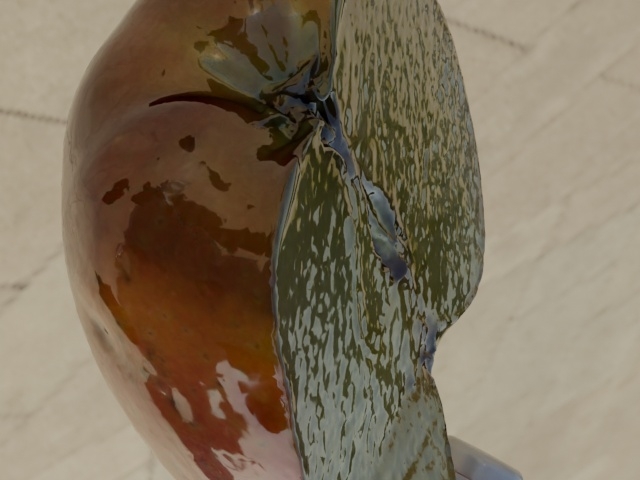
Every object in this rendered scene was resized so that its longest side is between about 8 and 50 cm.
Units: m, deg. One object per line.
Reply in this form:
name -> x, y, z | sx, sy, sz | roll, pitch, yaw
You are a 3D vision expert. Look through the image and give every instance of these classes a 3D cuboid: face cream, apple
face cream -> 0.110, 0.211, 1.377 | 0.095, 0.091, 0.091 | -62, 158, -3
apple -> 0.000, 0.000, 0.990 | 0.295, 0.329, 0.365 | -35, 145, -3
